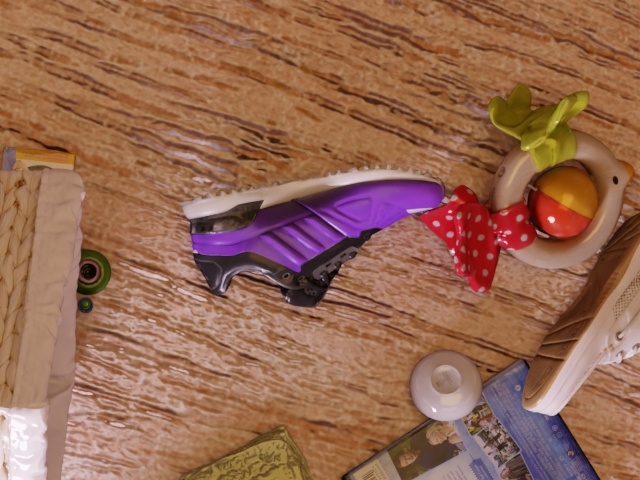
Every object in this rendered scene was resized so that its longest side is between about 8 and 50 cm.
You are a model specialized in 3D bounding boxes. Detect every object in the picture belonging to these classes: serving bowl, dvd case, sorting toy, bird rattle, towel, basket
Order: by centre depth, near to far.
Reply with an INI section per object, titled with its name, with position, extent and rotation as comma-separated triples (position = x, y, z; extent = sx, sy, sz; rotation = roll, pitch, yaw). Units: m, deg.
[basket]
position = -0.379, 0.136, 1.722
extent = 0.266, 0.328, 0.331
rotation = 6, 45, -4
[sorting toy]
position = -0.274, 0.054, 1.934
extent = 0.102, 0.042, 0.061
rotation = -40, 92, -9
[towel]
position = -0.079, 0.284, 1.953
extent = 0.148, 0.027, 0.110
rotation = -27, 91, -9
[bird rattle]
position = 0.251, -0.047, 1.976
extent = 0.207, 0.143, 0.253
rotation = 24, 86, -22
[serving bowl]
position = 0.142, 0.162, 1.978
extent = 0.083, 0.027, 0.083
rotation = -1, 70, 4
[dvd case]
position = 0.176, 0.277, 1.991
extent = 0.253, 0.022, 0.180
rotation = -32, 92, -9

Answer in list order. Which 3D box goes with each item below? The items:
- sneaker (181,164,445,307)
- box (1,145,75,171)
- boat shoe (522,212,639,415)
[sneaker]
position = 0.000, 0.000, 1.951
extent = 0.293, 0.102, 0.146
rotation = -9, 89, -2
[box]
position = -0.320, -0.034, 1.942
extent = 0.081, 0.028, 0.136
rotation = 5, 84, -8
[boat shoe]
position = 0.334, 0.097, 1.983
extent = 0.096, 0.098, 0.277
rotation = 39, 76, -13
